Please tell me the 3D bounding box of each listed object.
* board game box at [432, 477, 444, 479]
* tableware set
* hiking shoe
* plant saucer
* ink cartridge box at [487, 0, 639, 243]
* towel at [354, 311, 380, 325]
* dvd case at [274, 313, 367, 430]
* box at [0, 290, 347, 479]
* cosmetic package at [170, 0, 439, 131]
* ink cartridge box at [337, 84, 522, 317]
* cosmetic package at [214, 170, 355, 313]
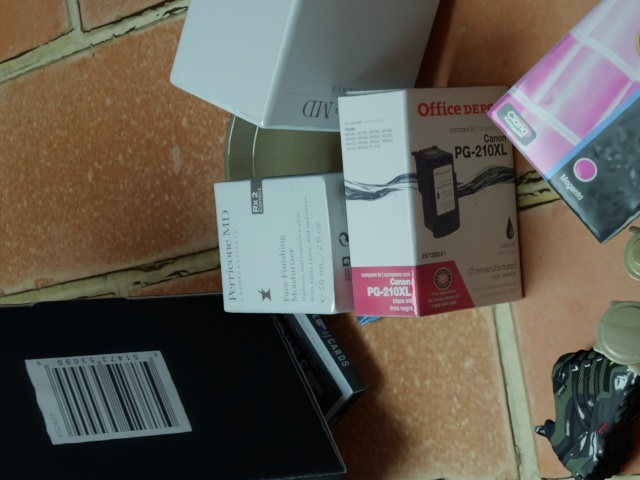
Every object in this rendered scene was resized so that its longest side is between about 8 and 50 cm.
[{"bbox_3d":[0.154,0.328,1.983,0.090,0.020,0.090,26,114,41],"label":"board game box"},{"bbox_3d":[0.345,0.054,1.690,0.141,0.020,0.169,9,74,25],"label":"tableware set"},{"bbox_3d":[0.284,0.138,1.778,0.114,0.086,0.227,43,122,34],"label":"hiking shoe"},{"bbox_3d":[-0.011,-0.085,2.087,0.278,0.041,0.278,6,99,45],"label":"plant saucer"},{"bbox_3d":[0.340,-0.175,1.641,0.176,0.069,0.371,49,121,7],"label":"ink cartridge box"},{"bbox_3d":[0.076,0.047,2.021,0.119,0.029,0.067,-36,69,42],"label":"towel"},{"bbox_3d":[-0.048,0.170,2.135,0.179,0.029,0.239,57,139,20],"label":"dvd case"},{"bbox_3d":[-0.296,0.328,2.045,0.297,0.480,0.472,63,143,36],"label":"box"},{"bbox_3d":[0.023,-0.351,1.854,0.161,0.230,0.453,29,110,39],"label":"cosmetic package"},{"bbox_3d":[0.118,-0.045,1.863,0.100,0.172,0.237,-1,94,46],"label":"ink cartridge box"},{"bbox_3d":[0.000,0.000,1.949,0.183,0.151,0.151,-3,93,46],"label":"cosmetic package"}]
